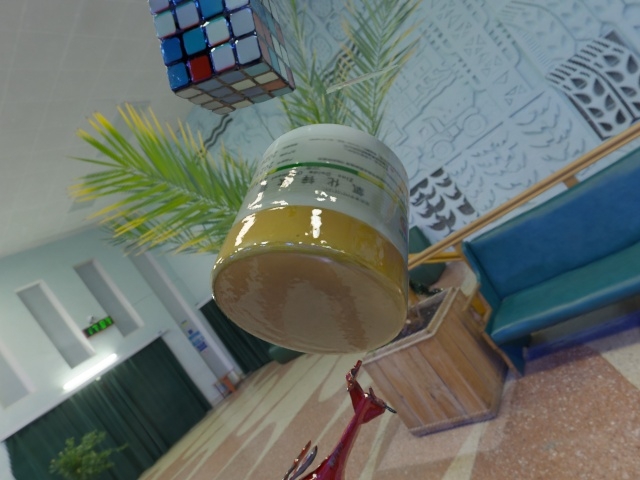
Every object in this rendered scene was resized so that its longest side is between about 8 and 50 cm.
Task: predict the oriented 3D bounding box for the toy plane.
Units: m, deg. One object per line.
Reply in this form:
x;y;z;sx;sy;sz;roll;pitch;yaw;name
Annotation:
0.006;0.192;0.331;0.194;0.077;0.126;-63;-8;-6;toy plane

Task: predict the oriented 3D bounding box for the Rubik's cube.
-0.145;-0.304;0.634;0.151;0.154;0.154;-13;1;13;Rubik's cube

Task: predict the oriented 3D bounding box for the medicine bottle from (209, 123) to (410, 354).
0.000;0.000;0.554;0.238;0.238;0.231;-38;30;43;medicine bottle

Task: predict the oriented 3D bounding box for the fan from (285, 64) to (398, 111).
0.041;-0.352;0.935;0.310;0.010;0.182;-33;25;-26;fan
